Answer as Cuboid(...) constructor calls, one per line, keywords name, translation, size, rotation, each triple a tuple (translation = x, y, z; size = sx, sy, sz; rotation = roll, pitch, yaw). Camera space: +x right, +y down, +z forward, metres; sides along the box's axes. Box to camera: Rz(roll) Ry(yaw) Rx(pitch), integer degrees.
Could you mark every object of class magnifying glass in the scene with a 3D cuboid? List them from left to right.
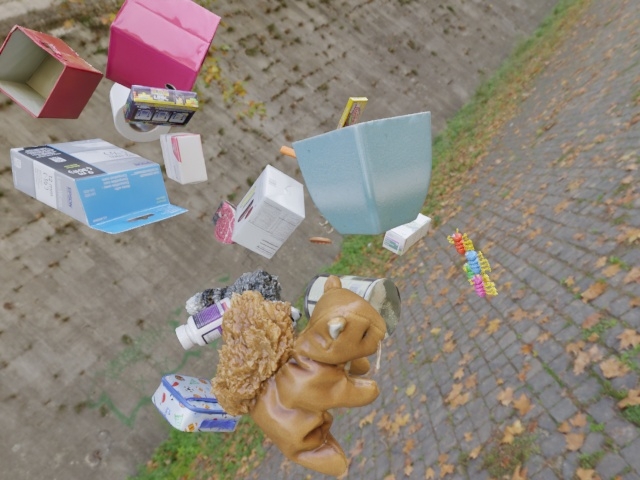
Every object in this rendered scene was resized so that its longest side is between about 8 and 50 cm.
Cuboid(name="magnifying glass", translation=(-0.047, -0.300, 1.553), size=(0.092, 0.230, 0.026), rotation=(-60, -25, -14))

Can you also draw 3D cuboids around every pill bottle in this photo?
Cuboid(name="pill bottle", translation=(-0.366, 0.277, 1.395), size=(0.193, 0.108, 0.108), rotation=(-27, -1, -13))

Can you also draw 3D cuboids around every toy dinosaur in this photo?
Cuboid(name="toy dinosaur", translation=(0.045, -0.071, 1.515), size=(0.092, 0.053, 0.183), rotation=(-42, 38, 0))

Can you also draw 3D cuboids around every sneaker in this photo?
Cuboid(name="sneaker", translation=(-0.317, -0.064, 1.558), size=(0.121, 0.112, 0.299), rotation=(-59, 25, 10))

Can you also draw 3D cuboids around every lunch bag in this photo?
Cuboid(name="lunch bag", translation=(-0.416, 0.579, 1.500), size=(0.303, 0.243, 0.115), rotation=(32, -98, -52))

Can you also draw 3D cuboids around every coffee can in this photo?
Cuboid(name="coffee can", translation=(0.107, 0.221, 1.465), size=(0.275, 0.202, 0.201), rotation=(2, 37, 44))

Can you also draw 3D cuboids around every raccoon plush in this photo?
Cuboid(name="raccoon plush", translation=(-0.296, 0.322, 1.675), size=(0.446, 0.216, 0.299), rotation=(-22, 48, 8))

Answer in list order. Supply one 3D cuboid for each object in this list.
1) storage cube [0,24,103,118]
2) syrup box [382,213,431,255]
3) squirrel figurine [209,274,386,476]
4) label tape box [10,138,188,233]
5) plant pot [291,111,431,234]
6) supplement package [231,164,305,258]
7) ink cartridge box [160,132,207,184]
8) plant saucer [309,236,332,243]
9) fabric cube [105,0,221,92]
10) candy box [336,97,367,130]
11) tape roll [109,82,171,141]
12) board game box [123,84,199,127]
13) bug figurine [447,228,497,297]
Cuboid(name="storage cube", translation=(-0.842, -0.506, 1.315), size=(0.215, 0.183, 0.193), rotation=(-50, 5, 15))
Cuboid(name="syrup box", translation=(0.374, -0.035, 1.833), size=(0.236, 0.093, 0.096), rotation=(-32, -38, -42))
Cuboid(name="squirrel figurine", translation=(-0.048, 0.260, 0.964), size=(0.281, 0.396, 0.371), rotation=(-79, 9, -62))
Cuboid(name="label tape box", translation=(-0.548, -0.148, 1.080), size=(0.249, 0.347, 0.115), rotation=(-33, -40, -57))
Cuboid(name="plant pot", translation=(0.118, -0.150, 1.034), size=(0.247, 0.253, 0.247), rotation=(-21, 14, -35))
Cuboid(name="supplement package", translation=(-0.168, -0.093, 1.386), size=(0.203, 0.149, 0.194), rotation=(-48, 28, 28))
Cuboid(name="ink cartridge box", translation=(-0.477, -0.288, 1.473), size=(0.092, 0.159, 0.217), rotation=(-16, 22, -30))
Cuboid(name="plant saucer", translation=(0.000, 0.000, 1.533), size=(0.083, 0.083, 0.013), rotation=(145, 131, -75))
Cuboid(name="fabric cube", translation=(-0.511, -0.624, 1.382), size=(0.254, 0.258, 0.259), rotation=(-28, 44, 56))
Cuboid(name="candy box", translation=(0.128, -0.525, 1.853), size=(0.105, 0.027, 0.206), rotation=(-23, -32, -45))
Cuboid(name="tape roll", translation=(-0.811, -0.592, 1.924), size=(0.246, 0.169, 0.246), rotation=(-19, -29, -11))
Cuboid(name="board game box", translation=(-0.444, -0.368, 1.181), size=(0.170, 0.048, 0.141), rotation=(-5, -9, -35))
Cuboid(name="bug figurine", translation=(0.527, 0.083, 1.484), size=(0.072, 0.216, 0.279), rotation=(-23, 15, 11))
